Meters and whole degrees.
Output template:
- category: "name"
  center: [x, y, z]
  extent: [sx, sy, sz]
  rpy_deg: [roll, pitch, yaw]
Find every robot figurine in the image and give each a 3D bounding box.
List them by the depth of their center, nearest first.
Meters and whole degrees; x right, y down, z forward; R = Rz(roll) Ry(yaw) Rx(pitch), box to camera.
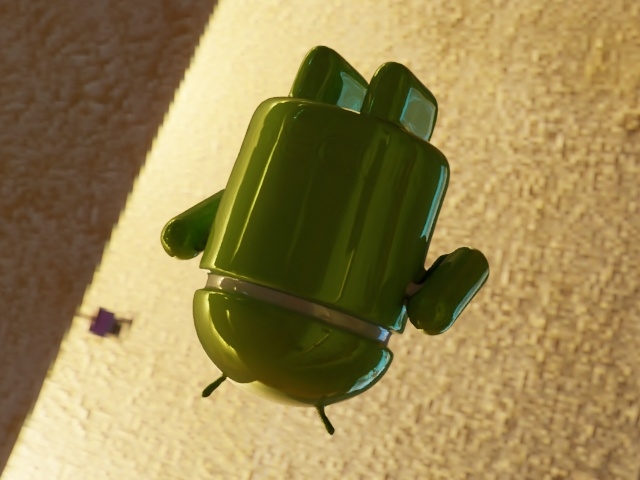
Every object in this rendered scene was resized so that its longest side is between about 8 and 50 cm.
- category: "robot figurine"
  center: [0.000, 0.000, 0.483]
  extent: [0.067, 0.101, 0.115]
  rpy_deg: [34, -108, -68]
